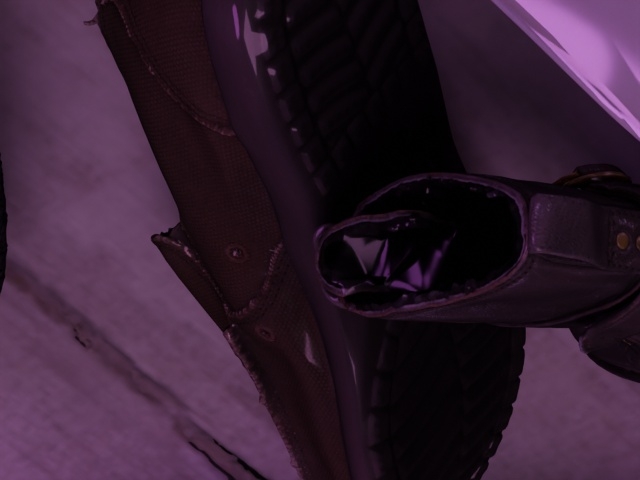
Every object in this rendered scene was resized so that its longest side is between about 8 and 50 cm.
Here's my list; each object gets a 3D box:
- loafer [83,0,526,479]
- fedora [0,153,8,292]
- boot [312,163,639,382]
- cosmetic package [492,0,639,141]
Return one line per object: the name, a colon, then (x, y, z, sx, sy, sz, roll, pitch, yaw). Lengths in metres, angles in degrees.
loafer: (0.000, 0.000, 0.647, 0.130, 0.134, 0.366, 15, 134, 37)
fedora: (-0.221, -0.042, 0.548, 0.152, 0.334, 0.334, -28, 122, -22)
boot: (0.104, 0.010, 0.564, 0.229, 0.263, 0.091, 4, 80, -22)
cosmetic package: (0.219, -0.208, 0.447, 0.156, 0.217, 0.385, 46, 115, 20)
